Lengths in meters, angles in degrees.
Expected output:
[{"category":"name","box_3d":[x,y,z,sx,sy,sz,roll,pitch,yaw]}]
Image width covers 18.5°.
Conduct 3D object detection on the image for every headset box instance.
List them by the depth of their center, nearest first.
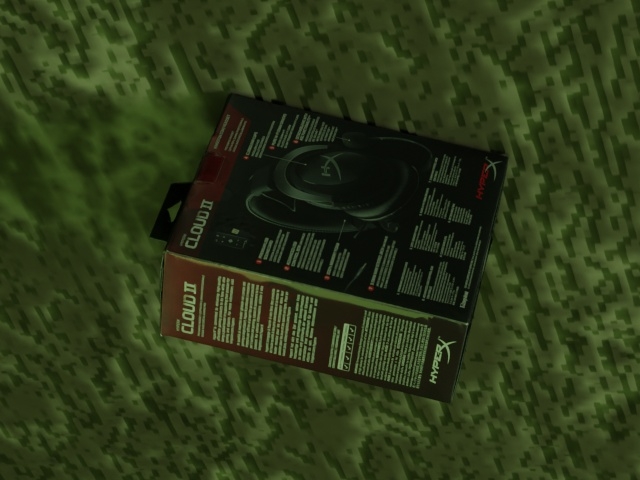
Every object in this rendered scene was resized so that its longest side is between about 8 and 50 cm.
[{"category":"headset box","box_3d":[0.000,0.000,0.492,0.083,0.062,0.032,12,134,6]}]
